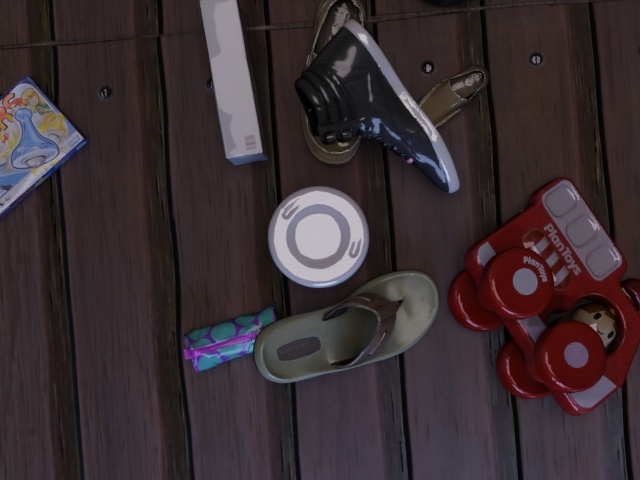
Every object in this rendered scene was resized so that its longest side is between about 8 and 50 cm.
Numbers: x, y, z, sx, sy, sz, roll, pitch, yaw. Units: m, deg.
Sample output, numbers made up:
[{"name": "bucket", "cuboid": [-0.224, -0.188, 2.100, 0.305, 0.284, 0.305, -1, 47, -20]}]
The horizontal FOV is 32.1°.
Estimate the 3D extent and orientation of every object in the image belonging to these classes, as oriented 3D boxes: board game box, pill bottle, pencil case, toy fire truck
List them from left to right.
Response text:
[{"name": "board game box", "cuboid": [-0.477, -0.138, 1.708, 0.201, 0.035, 0.136, -43, 87, 0]}, {"name": "pencil case", "cuboid": [-0.127, 0.147, 1.669, 0.152, 0.070, 0.064, -19, 91, 2]}, {"name": "pill bottle", "cuboid": [0.000, 0.000, 1.584, 0.136, 0.245, 0.136, 0, 87, 1]}, {"name": "toy fire truck", "cuboid": [0.355, 0.085, 1.625, 0.254, 0.169, 0.302, -35, 88, -19]}]

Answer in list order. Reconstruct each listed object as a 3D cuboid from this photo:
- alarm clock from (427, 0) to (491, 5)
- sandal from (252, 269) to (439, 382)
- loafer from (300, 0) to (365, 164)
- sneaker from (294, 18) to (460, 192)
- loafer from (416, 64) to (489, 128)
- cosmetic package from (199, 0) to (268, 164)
[{"name": "alarm clock", "cuboid": [0.173, -0.427, 1.688, 0.192, 0.064, 0.129, 10, 88, 0]}, {"name": "sandal", "cuboid": [0.049, 0.135, 1.633, 0.303, 0.086, 0.120, -22, 91, -20]}, {"name": "loafer", "cuboid": [0.020, -0.249, 1.670, 0.102, 0.092, 0.268, 1, 88, 2]}, {"name": "sneaker", "cuboid": [0.074, -0.159, 1.611, 0.147, 0.104, 0.295, -39, 105, -3]}, {"name": "loafer", "cuboid": [0.193, -0.218, 1.685, 0.148, 0.050, 0.056, -42, 87, 0]}, {"name": "cosmetic package", "cuboid": [-0.130, -0.238, 1.672, 0.061, 0.099, 0.238, -10, 87, 4]}]
